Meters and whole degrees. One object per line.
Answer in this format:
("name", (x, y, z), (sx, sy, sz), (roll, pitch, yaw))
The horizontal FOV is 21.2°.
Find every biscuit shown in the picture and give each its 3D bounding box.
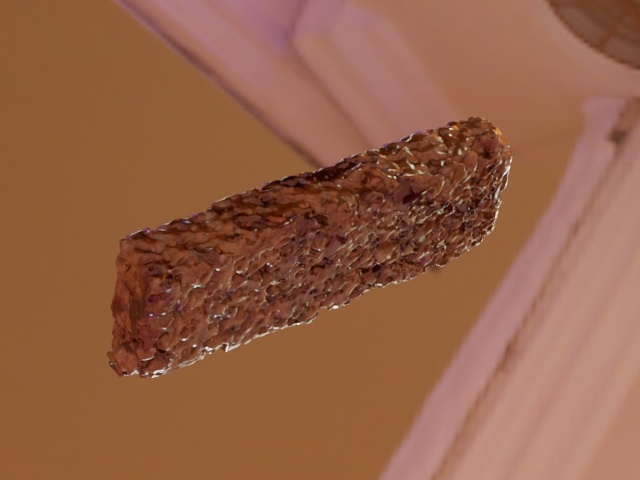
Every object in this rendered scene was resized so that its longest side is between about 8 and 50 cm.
("biscuit", (0.000, 0.000, 0.689), (0.199, 0.034, 0.064), (-23, -40, -37))
